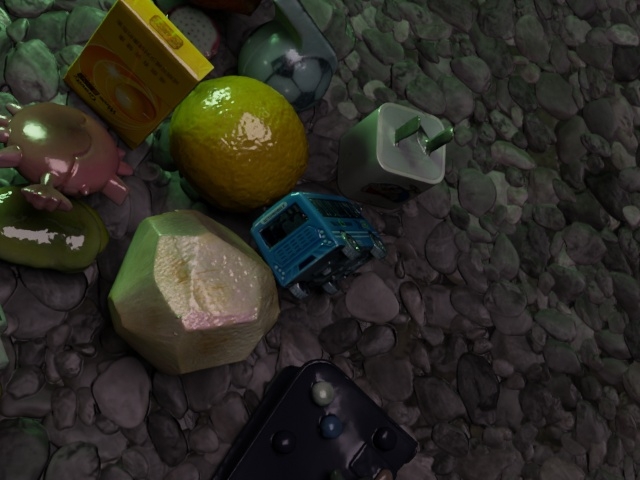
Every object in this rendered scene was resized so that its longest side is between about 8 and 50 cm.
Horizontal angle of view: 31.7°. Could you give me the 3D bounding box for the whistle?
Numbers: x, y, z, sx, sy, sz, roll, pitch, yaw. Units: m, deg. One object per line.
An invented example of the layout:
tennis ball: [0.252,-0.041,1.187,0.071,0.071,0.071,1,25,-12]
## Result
whistle: [-0.067,-0.288,1.740,0.290,0.163,0.164,48,46,-55]

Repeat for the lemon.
lemon: [-0.120,-0.143,1.664,0.231,0.192,0.192,50,57,-7]

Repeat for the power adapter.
power adapter: [0.130,-0.145,1.799,0.130,0.205,0.125,14,67,-23]

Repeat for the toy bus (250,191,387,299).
toy bus: [0.000,0.000,1.667,0.134,0.113,0.246,55,16,11]

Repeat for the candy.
candy: [-0.207,-0.320,1.763,0.103,0.043,0.103,10,68,-26]

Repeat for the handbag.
handbag: [-0.005,0.359,1.610,0.269,0.118,0.326,41,60,-12]

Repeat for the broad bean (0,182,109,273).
broad bean: [-0.376,-0.018,1.541,0.174,0.082,0.124,23,56,-21]

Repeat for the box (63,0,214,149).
box: [-0.260,-0.232,1.568,0.152,0.269,0.043,47,58,-7]

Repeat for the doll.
doll: [-0.355,-0.119,1.544,0.211,0.093,0.262,21,31,-21]

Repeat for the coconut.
coconut: [-0.184,0.073,1.552,0.236,0.197,0.237,6,77,-25]

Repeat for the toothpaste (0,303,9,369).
toothpaste: [-0.498,-0.008,1.485,0.098,0.061,0.392,-23,84,-16]

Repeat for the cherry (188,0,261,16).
cherry: [-0.180,-0.468,1.740,0.206,0.239,0.239,7,65,12]

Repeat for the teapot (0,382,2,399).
teapot: [-0.481,0.118,1.365,0.175,0.186,0.267,-35,69,-28]
